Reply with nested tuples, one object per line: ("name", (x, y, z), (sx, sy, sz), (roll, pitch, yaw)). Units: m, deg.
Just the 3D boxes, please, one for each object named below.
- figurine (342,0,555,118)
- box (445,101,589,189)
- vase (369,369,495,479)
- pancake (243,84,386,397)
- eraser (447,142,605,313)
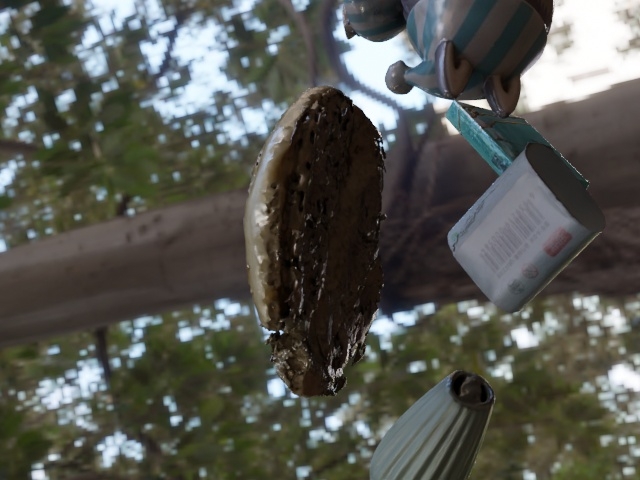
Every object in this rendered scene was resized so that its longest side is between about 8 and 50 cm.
("figurine", (0.174, -0.338, 2.140), (0.378, 0.361, 0.266), (-76, -29, -54))
("box", (0.326, -0.152, 2.358), (0.162, 0.041, 0.229), (11, -153, -31))
("vase", (0.154, 0.268, 1.878), (0.128, 0.248, 0.128), (14, -136, -13))
("pancake", (0.001, 0.000, 1.652), (0.382, 0.071, 0.382), (2, -90, -70))
("eraser", (0.314, -0.018, 2.181), (0.081, 0.227, 0.174), (-21, -112, -42))
